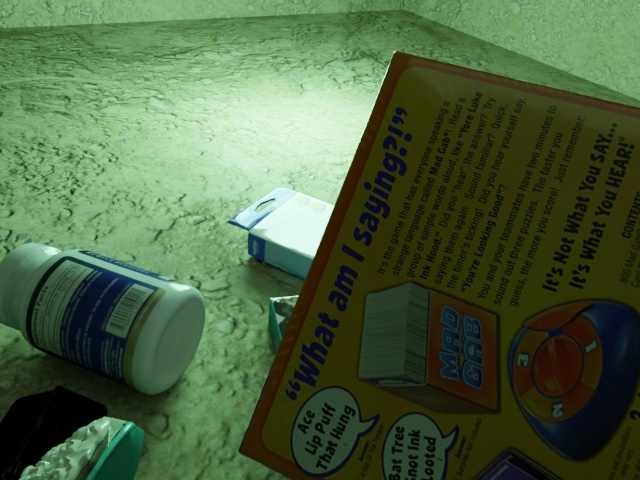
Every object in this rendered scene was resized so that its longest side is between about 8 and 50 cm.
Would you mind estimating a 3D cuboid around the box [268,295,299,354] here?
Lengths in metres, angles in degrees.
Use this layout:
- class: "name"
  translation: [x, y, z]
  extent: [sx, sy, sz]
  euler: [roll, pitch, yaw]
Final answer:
- class: "box"
  translation: [0.047, 0.132, 0.827]
  extent: [0.244, 0.060, 0.100]
  euler: [-4, 37, -15]

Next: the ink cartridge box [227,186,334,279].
- class: "ink cartridge box"
  translation: [0.000, 0.000, 1.003]
  extent: [0.311, 0.065, 0.186]
  euler: [24, 39, 19]

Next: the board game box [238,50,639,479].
- class: "board game box"
  translation: [0.200, 0.090, 0.538]
  extent: [0.356, 0.356, 0.356]
  euler: [20, -3, 18]

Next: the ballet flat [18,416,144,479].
- class: "ballet flat"
  translation: [-0.275, 0.313, 0.409]
  extent: [0.147, 0.147, 0.409]
  euler: [9, 44, 3]

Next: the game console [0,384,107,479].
- class: "game console"
  translation: [-0.340, 0.247, 0.643]
  extent: [0.107, 0.071, 0.122]
  euler: [32, 32, -17]

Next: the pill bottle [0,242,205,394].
- class: "pill bottle"
  translation: [-0.309, 0.098, 0.734]
  extent: [0.265, 0.153, 0.153]
  euler: [17, 37, 14]
